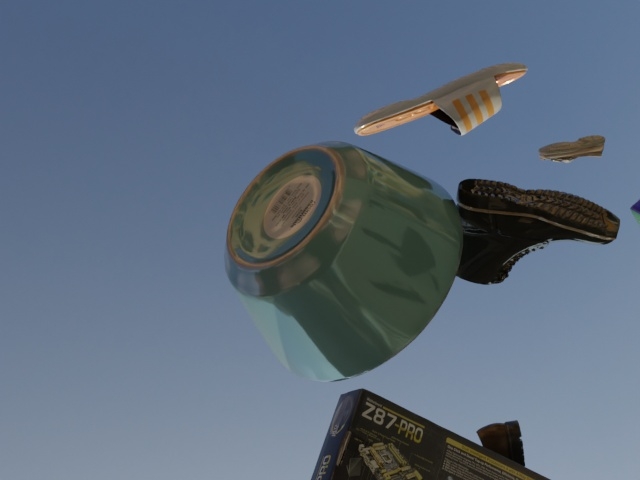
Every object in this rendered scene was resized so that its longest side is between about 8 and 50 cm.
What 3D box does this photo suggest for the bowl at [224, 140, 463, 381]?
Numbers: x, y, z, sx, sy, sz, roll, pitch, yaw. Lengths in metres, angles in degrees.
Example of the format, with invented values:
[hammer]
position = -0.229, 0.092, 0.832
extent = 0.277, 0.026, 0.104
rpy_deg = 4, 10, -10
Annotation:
[bowl]
position = 0.000, 0.000, 0.980
extent = 0.163, 0.311, 0.312
rpy_deg = 40, -110, -37

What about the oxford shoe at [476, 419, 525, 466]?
[oxford shoe]
position = 0.304, 0.423, 1.360
extent = 0.096, 0.083, 0.227
rpy_deg = -7, -87, 4

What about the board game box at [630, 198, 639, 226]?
[board game box]
position = 0.475, -0.083, 0.715
extent = 0.317, 0.213, 0.046
rpy_deg = -44, -56, 2

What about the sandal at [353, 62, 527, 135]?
[sandal]
position = 0.183, -0.185, 1.171
extent = 0.265, 0.102, 0.076
rpy_deg = -20, -93, 11

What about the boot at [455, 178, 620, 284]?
[boot]
position = 0.263, 0.007, 0.999
extent = 0.077, 0.197, 0.137
rpy_deg = -42, -38, -54

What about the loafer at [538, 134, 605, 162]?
[loafer]
position = 0.437, -0.151, 1.369
extent = 0.125, 0.045, 0.039
rpy_deg = -14, -65, -12

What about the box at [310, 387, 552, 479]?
[box]
position = 0.161, 0.447, 1.181
extent = 0.394, 0.097, 0.318
rpy_deg = 27, -114, -13
